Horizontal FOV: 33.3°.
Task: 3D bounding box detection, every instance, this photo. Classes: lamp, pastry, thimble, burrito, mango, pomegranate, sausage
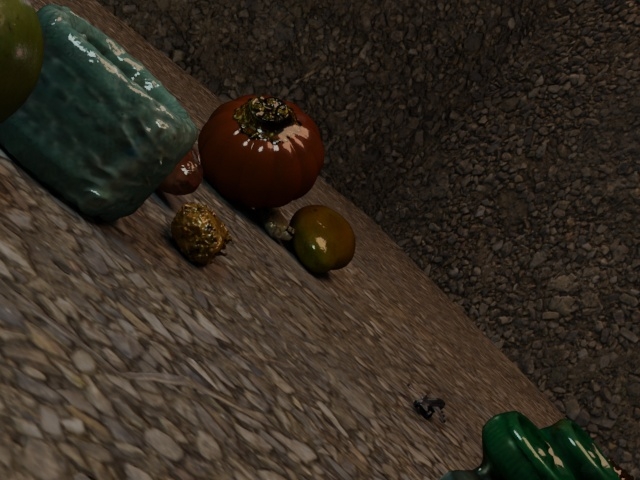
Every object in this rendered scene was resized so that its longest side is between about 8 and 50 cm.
[{"bbox_3d":[-0.103,-0.157,1.867,0.223,0.223,0.196,45,-37,26],"label":"lamp"},{"bbox_3d":[-0.146,-0.011,1.301,0.080,0.056,0.140,49,0,3],"label":"pastry"},{"bbox_3d":[-0.243,-0.130,1.123,0.235,0.143,0.198,44,8,30],"label":"thimble"},{"bbox_3d":[-0.089,-0.042,1.916,0.051,0.042,0.171,32,12,-24],"label":"burrito"},{"bbox_3d":[0.000,0.000,1.936,0.136,0.099,0.227,48,14,-4],"label":"mango"},{"bbox_3d":[-0.299,-0.180,0.869,0.179,0.210,0.179,44,28,-30],"label":"pomegranate"},{"bbox_3d":[-0.223,-0.131,1.541,0.087,0.079,0.326,24,11,-17],"label":"sausage"}]

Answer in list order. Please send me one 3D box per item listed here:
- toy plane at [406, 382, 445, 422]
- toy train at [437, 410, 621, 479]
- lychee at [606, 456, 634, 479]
[{"bbox_3d":[0.156,0.235,1.529,0.078,0.031,0.083,45,8,31],"label":"toy plane"},{"bbox_3d":[0.163,0.269,0.755,0.249,0.178,0.429,55,12,24],"label":"toy train"},{"bbox_3d":[0.308,0.333,1.261,0.171,0.171,0.171,41,6,-6],"label":"lychee"}]
